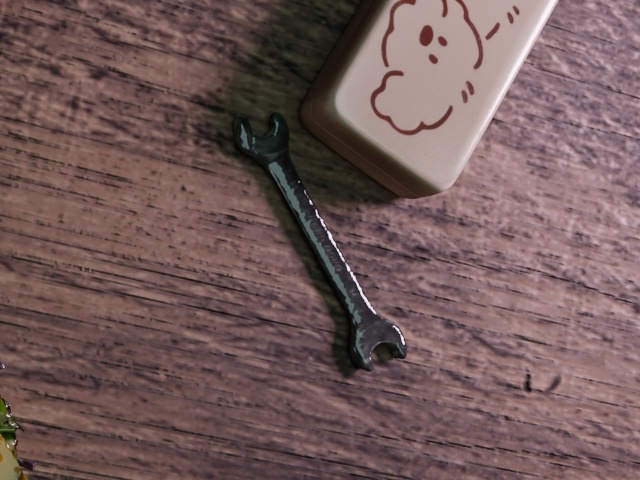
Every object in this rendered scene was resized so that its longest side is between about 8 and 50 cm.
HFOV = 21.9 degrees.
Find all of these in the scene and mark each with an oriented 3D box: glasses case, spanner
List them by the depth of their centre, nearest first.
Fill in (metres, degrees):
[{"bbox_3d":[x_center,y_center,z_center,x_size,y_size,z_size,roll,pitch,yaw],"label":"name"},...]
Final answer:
[{"bbox_3d":[0.000,0.000,1.423,0.054,0.015,0.254,-32,99,-22],"label":"spanner"},{"bbox_3d":[0.121,-0.208,1.458,0.144,0.076,0.336,34,74,-18],"label":"glasses case"}]

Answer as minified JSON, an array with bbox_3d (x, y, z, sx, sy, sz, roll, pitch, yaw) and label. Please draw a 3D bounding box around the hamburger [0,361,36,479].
[{"bbox_3d":[-0.314,0.165,1.235,0.189,0.093,0.164,-18,91,-25],"label":"hamburger"}]
